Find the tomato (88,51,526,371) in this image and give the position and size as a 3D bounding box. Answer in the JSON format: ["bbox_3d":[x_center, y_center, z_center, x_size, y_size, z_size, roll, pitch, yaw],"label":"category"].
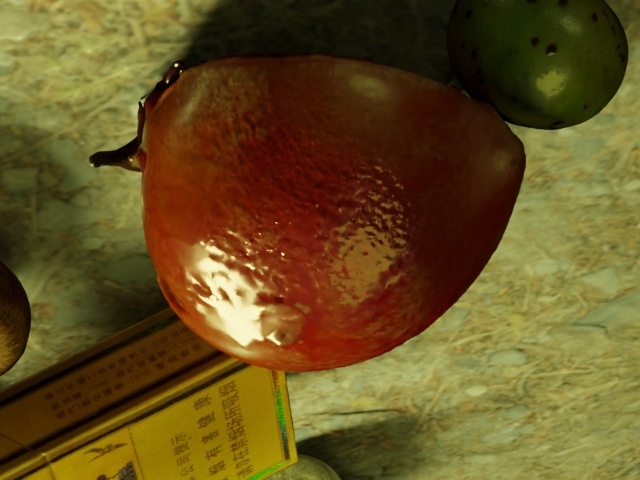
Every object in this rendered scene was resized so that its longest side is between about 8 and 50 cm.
[{"bbox_3d":[-0.004,0.005,1.291,0.309,0.170,0.309,10,158,4],"label":"tomato"}]

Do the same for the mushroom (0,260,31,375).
[{"bbox_3d":[-0.338,0.064,1.383,0.231,0.138,0.194,-19,132,-8],"label":"mushroom"}]

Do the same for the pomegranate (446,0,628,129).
[{"bbox_3d":[0.151,-0.137,1.252,0.130,0.130,0.130,-8,144,-6],"label":"pomegranate"}]

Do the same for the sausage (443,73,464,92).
[{"bbox_3d":[0.124,-0.133,1.333,0.015,0.015,0.100,23,132,-39],"label":"sausage"}]

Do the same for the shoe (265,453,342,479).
[{"bbox_3d":[-0.071,0.321,1.815,0.316,0.124,0.159,-32,148,26],"label":"shoe"}]

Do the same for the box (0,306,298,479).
[{"bbox_3d":[-0.173,0.174,1.522,0.301,0.084,0.193,-26,143,-15],"label":"box"}]
